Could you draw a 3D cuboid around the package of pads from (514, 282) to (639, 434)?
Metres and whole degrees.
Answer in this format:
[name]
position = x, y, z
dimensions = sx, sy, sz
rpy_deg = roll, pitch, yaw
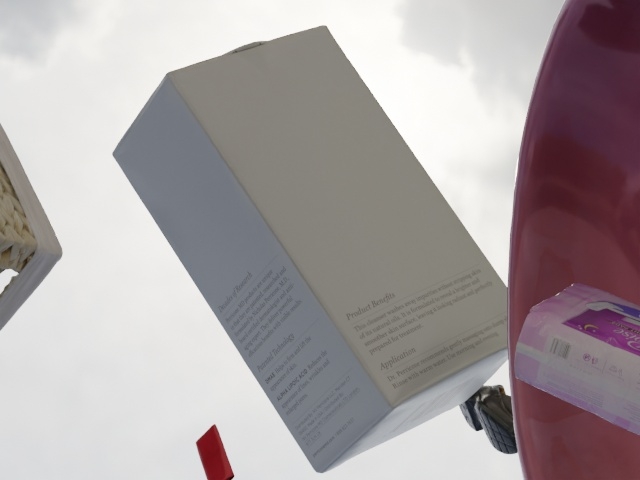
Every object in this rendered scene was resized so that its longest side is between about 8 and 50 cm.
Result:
[package of pads]
position = 0.115, 0.046, 0.582
dimensions = 0.083, 0.032, 0.050
rpy_deg = 23, -157, 26

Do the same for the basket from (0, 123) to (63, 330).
[basket]
position = -0.282, -0.021, 1.194
dimensions = 0.103, 0.113, 0.167
rpy_deg = 16, -146, -50

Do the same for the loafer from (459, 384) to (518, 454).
[loafer]
position = 0.216, 0.205, 1.960
dimensions = 0.061, 0.062, 0.170
rpy_deg = -24, -161, -8

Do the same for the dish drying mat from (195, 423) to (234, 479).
[dish drying mat]
position = -0.110, 0.228, 1.716
dimensions = 0.008, 0.032, 0.083
rpy_deg = 35, -164, -33

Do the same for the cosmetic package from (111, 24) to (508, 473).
[cosmetic package]
position = 0.000, 0.000, 1.581
dimensions = 0.217, 0.156, 0.385
rpy_deg = -21, -110, -40

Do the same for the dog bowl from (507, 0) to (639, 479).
[dog bowl]
position = 0.208, 0.016, 0.843
dimensions = 0.150, 0.408, 0.408
rpy_deg = 3, -143, -7
